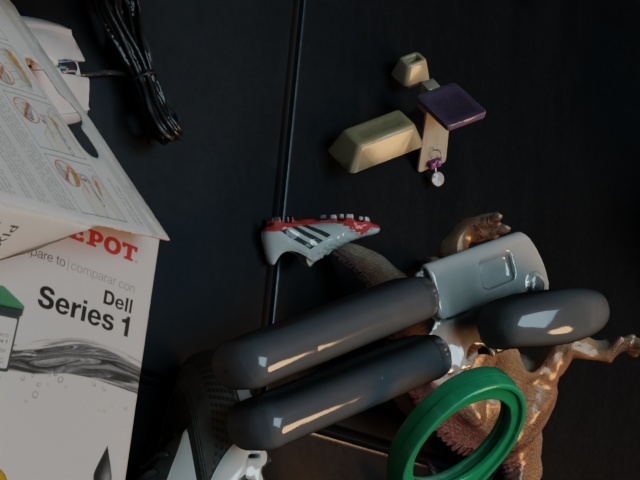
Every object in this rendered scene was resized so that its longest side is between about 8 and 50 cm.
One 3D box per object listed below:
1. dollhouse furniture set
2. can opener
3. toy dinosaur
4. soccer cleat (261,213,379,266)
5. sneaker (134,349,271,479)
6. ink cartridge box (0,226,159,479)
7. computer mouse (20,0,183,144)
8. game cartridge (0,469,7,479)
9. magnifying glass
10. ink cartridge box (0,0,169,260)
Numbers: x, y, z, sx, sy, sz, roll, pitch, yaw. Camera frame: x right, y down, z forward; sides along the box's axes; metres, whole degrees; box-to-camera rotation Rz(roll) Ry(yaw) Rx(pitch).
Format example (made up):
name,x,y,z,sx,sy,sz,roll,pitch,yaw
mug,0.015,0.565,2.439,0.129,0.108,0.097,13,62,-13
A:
name,x,y,z,sx,sy,sz,roll,pitch,yaw
dollhouse furniture set,0.049,-0.073,1.119,0.114,0.091,0.081,-22,139,-25
can opener,0.060,0.055,0.918,0.280,0.093,0.074,-16,95,-37
toy dinosaur,0.103,0.111,1.053,0.295,0.127,0.200,41,60,-24
soccer cleat,0.000,0.000,1.020,0.083,0.029,0.036,-2,92,-17
sneaker,-0.092,0.165,0.861,0.106,0.078,0.234,19,59,-27
ink cartridge box,-0.182,0.075,0.780,0.160,0.092,0.219,22,65,-40
computer mouse,-0.163,-0.097,0.881,0.193,0.042,0.106,-15,92,-47
game cartridge,-0.297,0.096,0.606,0.285,0.052,0.324,-36,93,-32
magnifying glass,0.062,0.173,0.946,0.092,0.026,0.231,-4,127,-38
ink cartridge box,-0.192,-0.067,0.730,0.189,0.066,0.232,55,10,19
